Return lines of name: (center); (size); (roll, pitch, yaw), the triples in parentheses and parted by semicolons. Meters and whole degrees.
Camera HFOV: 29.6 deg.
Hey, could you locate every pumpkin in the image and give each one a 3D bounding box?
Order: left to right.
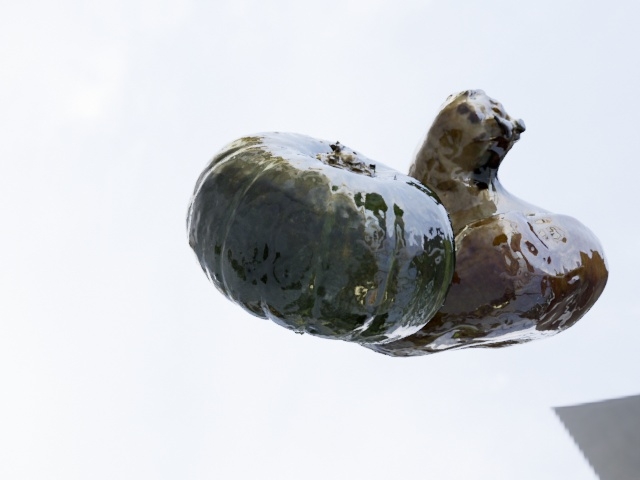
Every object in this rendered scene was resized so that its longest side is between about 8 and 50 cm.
pumpkin: (0.000, 0.000, 0.976); (0.223, 0.223, 0.157); (28, -71, 47)

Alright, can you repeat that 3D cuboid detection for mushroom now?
mushroom: (0.148, 0.021, 1.206); (0.267, 0.267, 0.255); (-30, -137, 44)
